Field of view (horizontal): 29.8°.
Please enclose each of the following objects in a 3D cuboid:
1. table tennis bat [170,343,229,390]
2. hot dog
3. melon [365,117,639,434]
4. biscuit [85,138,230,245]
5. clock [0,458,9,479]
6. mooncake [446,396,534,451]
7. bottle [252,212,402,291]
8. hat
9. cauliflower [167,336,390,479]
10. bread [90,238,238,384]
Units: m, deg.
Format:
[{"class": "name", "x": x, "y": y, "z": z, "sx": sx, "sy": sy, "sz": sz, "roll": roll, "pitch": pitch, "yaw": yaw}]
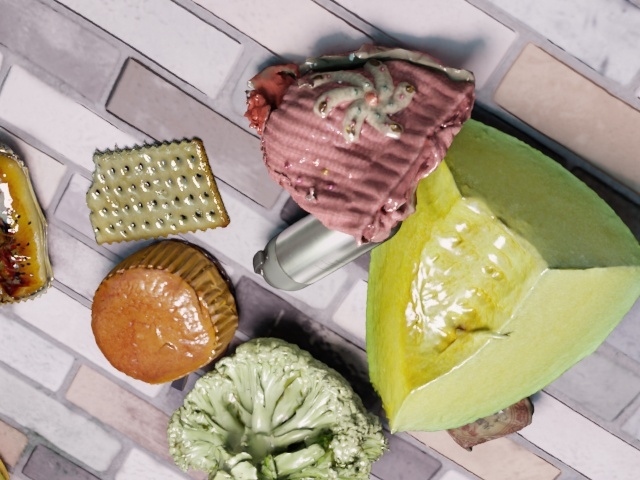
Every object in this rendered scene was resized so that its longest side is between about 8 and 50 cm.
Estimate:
[{"class": "table tennis bat", "x": -0.183, "y": 0.154, "z": 1.719, "sx": 0.095, "sy": 0.014, "sz": 0.158, "roll": 24, "pitch": 122, "yaw": 2}, {"class": "hot dog", "x": -0.457, "y": -0.021, "z": 1.659, "sx": 0.163, "sy": 0.082, "sz": 0.270, "roll": 4, "pitch": 120, "yaw": 14}, {"class": "melon", "x": 0.172, "y": 0.067, "z": 1.435, "sx": 0.331, "sy": 0.226, "sz": 0.343, "roll": 32, "pitch": 133, "yaw": 1}, {"class": "biscuit", "x": -0.229, "y": -0.065, "z": 1.599, "sx": 0.203, "sy": 0.016, "sz": 0.144, "roll": -5, "pitch": 119, "yaw": 20}, {"class": "clock", "x": -0.650, "y": 0.349, "z": 1.856, "sx": 0.200, "sy": 0.244, "sz": 0.317, "roll": -11, "pitch": 114, "yaw": 41}, {"class": "mooncake", "x": 0.207, "y": 0.211, "z": 1.594, "sx": 0.130, "sy": 0.073, "sz": 0.125, "roll": -33, "pitch": 104, "yaw": 29}, {"class": "bottle", "x": 0.000, "y": 0.000, "z": 1.480, "sx": 0.096, "sy": 0.079, "sz": 0.254, "roll": 2, "pitch": 162, "yaw": -30}, {"class": "hat", "x": 0.018, "y": -0.136, "z": 1.377, "sx": 0.286, "sy": 0.236, "sz": 0.107, "roll": 27, "pitch": 163, "yaw": 37}, {"class": "cauliflower", "x": -0.063, "y": 0.278, "z": 1.615, "sx": 0.272, "sy": 0.250, "sz": 0.275, "roll": 35, "pitch": 129, "yaw": -3}, {"class": "bread", "x": -0.217, "y": 0.103, "z": 1.635, "sx": 0.199, "sy": 0.104, "sz": 0.199, "roll": 8, "pitch": 116, "yaw": 17}]
